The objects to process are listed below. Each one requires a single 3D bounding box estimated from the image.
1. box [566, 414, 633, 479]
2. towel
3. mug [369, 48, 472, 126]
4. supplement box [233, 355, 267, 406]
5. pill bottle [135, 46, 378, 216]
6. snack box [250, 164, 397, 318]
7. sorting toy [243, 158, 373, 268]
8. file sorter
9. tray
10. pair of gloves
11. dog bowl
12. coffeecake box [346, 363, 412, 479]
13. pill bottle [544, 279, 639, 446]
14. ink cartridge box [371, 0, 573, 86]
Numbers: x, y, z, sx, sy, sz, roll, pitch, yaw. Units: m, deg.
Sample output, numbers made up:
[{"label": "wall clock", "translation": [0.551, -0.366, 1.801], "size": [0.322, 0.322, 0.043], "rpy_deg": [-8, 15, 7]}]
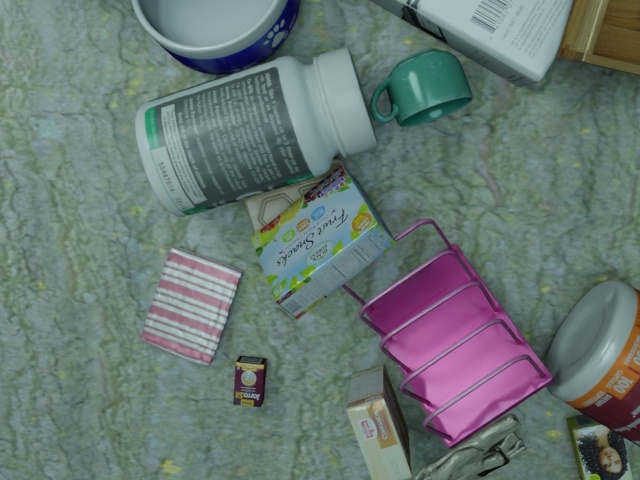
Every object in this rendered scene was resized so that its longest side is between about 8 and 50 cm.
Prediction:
[{"label": "box", "translation": [0.514, 0.429, 1.312], "size": [0.087, 0.058, 0.232], "rpy_deg": [-15, 97, 7]}, {"label": "towel", "translation": [-0.239, 0.121, 1.353], "size": [0.144, 0.029, 0.197], "rpy_deg": [20, 97, 2]}, {"label": "mug", "translation": [0.165, -0.254, 1.199], "size": [0.129, 0.158, 0.097], "rpy_deg": [-22, 84, 47]}, {"label": "supplement box", "translation": [-0.131, 0.261, 1.353], "size": [0.055, 0.043, 0.083], "rpy_deg": [4, 99, 3]}, {"label": "pill bottle", "translation": [-0.101, -0.182, 1.207], "size": [0.361, 0.204, 0.204], "rpy_deg": [-16, 96, 8]}, {"label": "snack box", "translation": [0.000, 0.000, 1.203], "size": [0.207, 0.174, 0.070], "rpy_deg": [-38, 131, 12]}, {"label": "sorting toy", "translation": [-0.023, -0.025, 1.310], "size": [0.193, 0.038, 0.208], "rpy_deg": [-17, 101, 7]}, {"label": "file sorter", "translation": [0.191, 0.143, 1.170], "size": [0.202, 0.182, 0.290], "rpy_deg": [-36, 57, 9]}, {"label": "tray", "translation": [0.572, -0.337, 1.102], "size": [0.411, 0.076, 0.202], "rpy_deg": [7, 107, -19]}, {"label": "pair of gloves", "translation": [0.260, 0.383, 1.247], "size": [0.204, 0.240, 0.042], "rpy_deg": [-31, 59, 0]}, {"label": "dog bowl", "translation": [-0.169, -0.412, 1.193], "size": [0.265, 0.104, 0.264], "rpy_deg": [-2, 80, 11]}, {"label": "coffeecake box", "translation": [0.103, 0.315, 1.268], "size": [0.068, 0.185, 0.142], "rpy_deg": [-19, 96, 8]}, {"label": "pill bottle", "translation": [0.593, 0.252, 1.195], "size": [0.392, 0.224, 0.224], "rpy_deg": [30, 100, 1]}, {"label": "ink cartridge box", "translation": [0.238, -0.467, 1.154], "size": [0.395, 0.166, 0.285], "rpy_deg": [30, 99, -1]}]
